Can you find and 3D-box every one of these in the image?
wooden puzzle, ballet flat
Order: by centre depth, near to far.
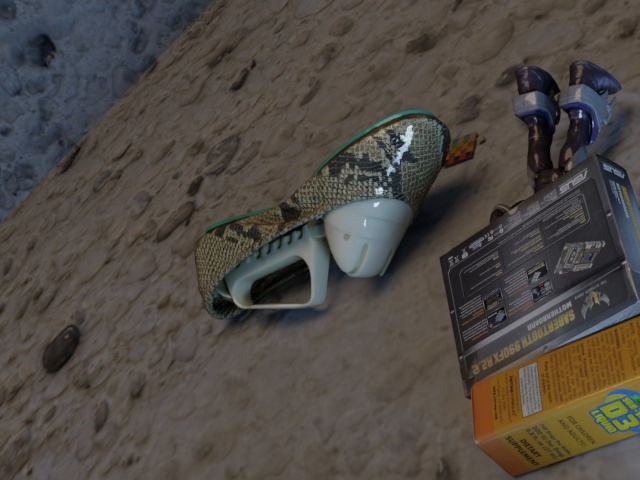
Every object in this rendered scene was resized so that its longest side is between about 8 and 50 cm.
[{"bbox_3d":[0.000,0.000,1.471,0.483,0.164,0.182,-28,56,38],"label":"ballet flat"},{"bbox_3d":[0.197,-0.128,1.491,0.083,0.006,0.049,-19,40,38],"label":"wooden puzzle"}]

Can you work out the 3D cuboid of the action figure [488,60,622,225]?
[{"bbox_3d":[0.279,-0.072,1.239,0.185,0.099,0.285,-6,63,39],"label":"action figure"}]

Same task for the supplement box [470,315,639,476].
[{"bbox_3d":[0.263,0.146,1.015,0.233,0.078,0.080,-29,34,27],"label":"supplement box"}]

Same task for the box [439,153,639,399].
[{"bbox_3d":[0.236,0.045,1.105,0.231,0.056,0.183,-38,45,37],"label":"box"}]
